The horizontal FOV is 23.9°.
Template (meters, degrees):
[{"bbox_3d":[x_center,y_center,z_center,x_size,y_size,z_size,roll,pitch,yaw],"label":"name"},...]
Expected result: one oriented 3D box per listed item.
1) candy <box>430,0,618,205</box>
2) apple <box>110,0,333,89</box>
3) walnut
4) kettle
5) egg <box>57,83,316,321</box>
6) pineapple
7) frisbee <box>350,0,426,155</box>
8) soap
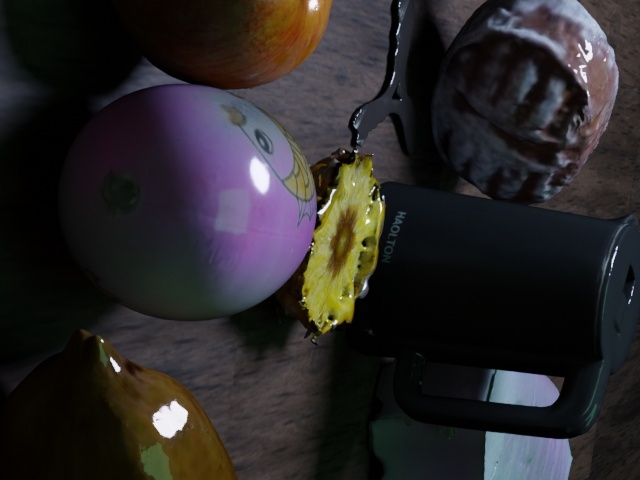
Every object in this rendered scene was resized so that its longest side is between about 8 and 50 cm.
[{"bbox_3d":[0.244,-0.169,1.851,0.157,0.214,0.289,-56,165,-37],"label":"candy"},{"bbox_3d":[-0.074,-0.220,1.223,0.209,0.164,0.209,-6,90,-67],"label":"apple"},{"bbox_3d":[-0.160,0.207,1.180,0.209,0.209,0.336,-46,140,-50],"label":"walnut"},{"bbox_3d":[0.192,0.066,1.731,0.262,0.308,0.203,-52,142,-46],"label":"kettle"},{"bbox_3d":[-0.103,-0.030,1.227,0.271,0.196,0.196,-10,109,-83],"label":"egg"},{"bbox_3d":[0.000,0.000,1.576,0.225,0.076,0.225,-41,138,-53],"label":"pineapple"},{"bbox_3d":[0.078,-0.170,1.754,0.187,0.012,0.211,-44,137,-50],"label":"frisbee"},{"bbox_3d":[0.208,0.283,2.026,0.446,0.156,0.261,41,62,-60],"label":"soap"}]
